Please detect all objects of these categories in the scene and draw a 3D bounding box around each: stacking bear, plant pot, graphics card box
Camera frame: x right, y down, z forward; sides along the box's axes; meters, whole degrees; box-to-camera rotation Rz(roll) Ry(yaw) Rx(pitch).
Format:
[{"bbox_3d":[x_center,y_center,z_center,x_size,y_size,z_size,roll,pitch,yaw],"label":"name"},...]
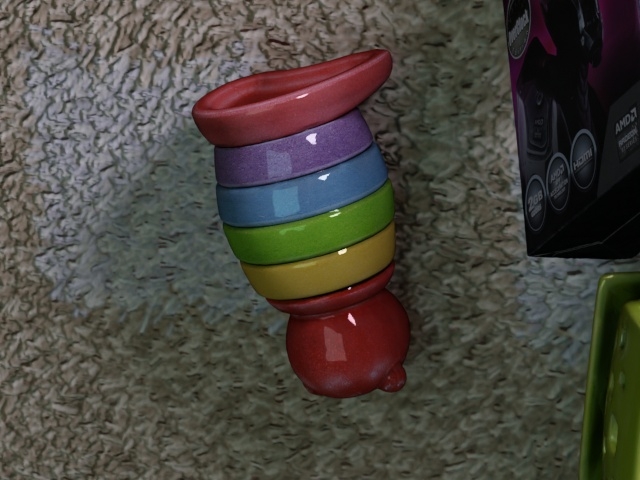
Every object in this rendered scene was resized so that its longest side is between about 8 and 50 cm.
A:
[{"bbox_3d":[0.000,0.000,1.604,0.175,0.164,0.289,-9,106,27],"label":"stacking bear"},{"bbox_3d":[0.323,0.140,1.430,0.228,0.207,0.227,-1,109,-10],"label":"plant pot"},{"bbox_3d":[0.212,-0.192,1.321,0.233,0.094,0.371,132,136,-66],"label":"graphics card box"}]
